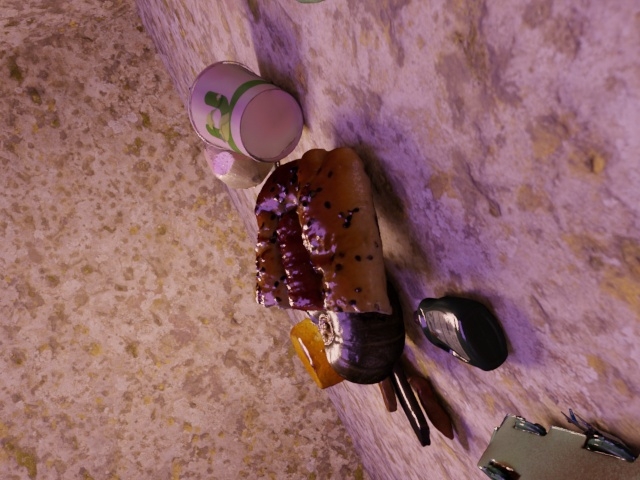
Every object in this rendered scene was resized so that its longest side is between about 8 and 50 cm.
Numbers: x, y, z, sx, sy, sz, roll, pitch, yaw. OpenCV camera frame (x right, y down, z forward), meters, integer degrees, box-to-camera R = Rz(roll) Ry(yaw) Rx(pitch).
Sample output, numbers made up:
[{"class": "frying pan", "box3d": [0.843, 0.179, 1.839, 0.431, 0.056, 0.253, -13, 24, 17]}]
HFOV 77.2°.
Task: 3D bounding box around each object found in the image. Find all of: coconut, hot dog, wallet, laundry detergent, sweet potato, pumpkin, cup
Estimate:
[{"class": "coconut", "box3d": [-0.270, -0.283, 1.368, 0.230, 0.227, 0.227, 60, 164, 20]}, {"class": "hot dog", "box3d": [-0.014, -0.022, 0.903, 0.368, 0.196, 0.365, -9, 77, 46]}, {"class": "wallet", "box3d": [0.244, 0.440, 1.189, 0.309, 0.042, 0.165, -114, 4, -47]}, {"class": "laundry detergent", "box3d": [0.252, 0.174, 0.783, 0.144, 0.078, 0.222, 60, 163, -2]}, {"class": "sweet potato", "box3d": [0.309, 0.458, 1.097, 0.202, 0.055, 0.058, 61, 160, 6]}, {"class": "pumpkin", "box3d": [0.119, 0.187, 1.059, 0.324, 0.242, 0.232, 58, 135, 31]}, {"class": "cup", "box3d": [-0.194, -0.339, 1.098, 0.274, 0.253, 0.253, 36, 150, 42]}]

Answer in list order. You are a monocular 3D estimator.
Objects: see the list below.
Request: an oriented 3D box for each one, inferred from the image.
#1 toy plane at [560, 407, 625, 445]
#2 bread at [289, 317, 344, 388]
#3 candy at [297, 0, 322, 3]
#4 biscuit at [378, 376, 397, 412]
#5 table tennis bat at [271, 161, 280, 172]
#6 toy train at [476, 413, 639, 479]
[{"class": "toy plane", "box3d": [0.400, 0.281, 0.591, 0.078, 0.024, 0.084, 50, 170, -26]}, {"class": "bread", "box3d": [-0.003, 0.508, 1.881, 0.358, 0.204, 0.336, 59, 159, 19]}, {"class": "candy", "box3d": [-0.025, -0.543, 0.492, 0.119, 0.119, 0.439, 47, 151, 44]}, {"class": "biscuit", "box3d": [0.170, 0.357, 1.225, 0.183, 0.047, 0.319, 76, 176, -65]}, {"class": "table tennis bat", "box3d": [-0.228, -0.374, 1.502, 0.301, 0.022, 0.173, 54, 160, 22]}, {"class": "toy train", "box3d": [0.371, 0.355, 0.570, 0.159, 0.129, 0.326, 40, 162, 0]}]
